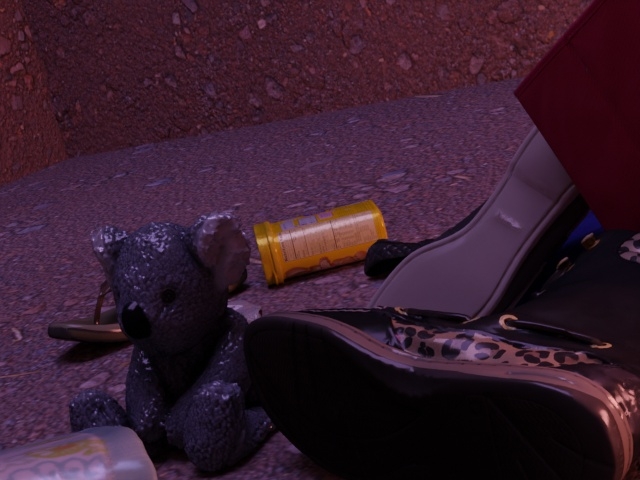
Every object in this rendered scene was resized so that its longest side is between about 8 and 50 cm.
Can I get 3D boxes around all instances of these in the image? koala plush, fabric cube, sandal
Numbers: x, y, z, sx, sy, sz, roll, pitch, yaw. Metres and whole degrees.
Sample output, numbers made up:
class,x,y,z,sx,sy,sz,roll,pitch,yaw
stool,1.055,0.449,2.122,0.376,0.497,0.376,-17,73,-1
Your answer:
class,x,y,z,sx,sy,sz,roll,pitch,yaw
koala plush,-0.133,0.080,1.332,0.196,0.221,0.203,-8,14,32
fabric cube,0.373,-0.122,1.231,0.254,0.258,0.259,-26,-10,-21
sandal,-0.231,0.065,1.847,0.303,0.086,0.120,-25,15,-40

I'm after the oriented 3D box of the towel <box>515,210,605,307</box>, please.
class,x,y,z,sx,sy,sz,roll,pitch,yaw
towel,0.289,0.026,1.462,0.228,0.076,0.308,-26,15,-19

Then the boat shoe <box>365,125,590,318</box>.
class,x,y,z,sx,sy,sz,roll,pitch,yaw
boat shoe,0.174,0.016,1.392,0.335,0.095,0.112,-48,57,2

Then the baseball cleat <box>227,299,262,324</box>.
class,x,y,z,sx,sy,sz,roll,pitch,yaw
baseball cleat,-0.127,0.105,1.580,0.109,0.072,0.206,-2,19,22

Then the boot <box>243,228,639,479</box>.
class,x,y,z,sx,sy,sz,roll,pitch,yaw
boot,0.149,0.088,1.158,0.377,0.138,0.284,4,22,46

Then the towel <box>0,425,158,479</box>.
class,x,y,z,sx,sy,sz,roll,pitch,yaw
towel,-0.287,0.213,1.035,0.321,0.090,0.374,-13,-4,-14

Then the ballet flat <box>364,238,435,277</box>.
class,x,y,z,sx,sy,sz,roll,pitch,yaw
ballet flat,0.124,0.027,1.734,0.057,0.049,0.173,33,-21,-36

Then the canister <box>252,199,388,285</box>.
class,x,y,z,sx,sy,sz,roll,pitch,yaw
canister,0.000,0.000,1.907,0.170,0.073,0.126,-14,12,-3
